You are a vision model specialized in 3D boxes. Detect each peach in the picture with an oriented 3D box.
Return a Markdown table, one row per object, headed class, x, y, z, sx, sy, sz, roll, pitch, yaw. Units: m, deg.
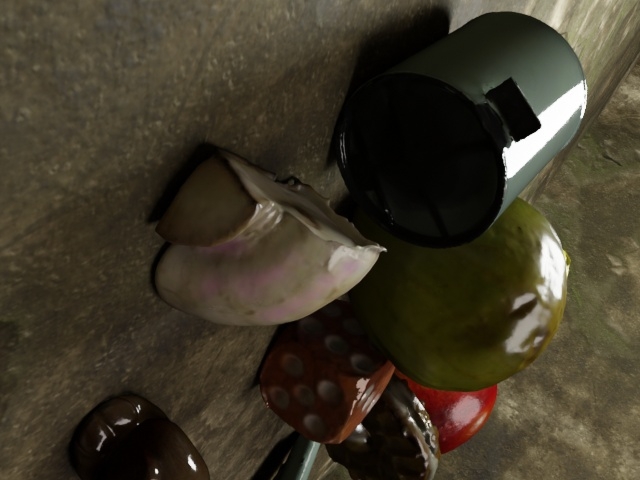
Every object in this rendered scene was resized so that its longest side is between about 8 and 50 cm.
| class | x | y | z | sx | sy | sz | roll | pitch | yaw |
| --- | --- | --- | --- | --- | --- | --- | --- | --- | --- |
| peach | 0.267 | 0.402 | 1.845 | 0.388 | 0.388 | 0.388 | -47 | 161 | -22 |

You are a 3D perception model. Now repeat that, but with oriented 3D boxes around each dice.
| class | x | y | z | sx | sy | sz | roll | pitch | yaw |
| --- | --- | --- | --- | --- | --- | --- | --- | --- | --- |
| dice | 0.016 | 0.214 | 1.163 | 0.174 | 0.175 | 0.179 | -29 | 146 | -52 |

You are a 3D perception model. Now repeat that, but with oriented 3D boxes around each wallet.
| class | x | y | z | sx | sy | sz | roll | pitch | yaw |
| --- | --- | --- | --- | --- | --- | --- | --- | --- | --- |
| wallet | -0.083 | 0.614 | 1.676 | 0.252 | 0.083 | 0.360 | 99 | 14 | -83 |

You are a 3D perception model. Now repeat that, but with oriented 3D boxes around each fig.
| class | x | y | z | sx | sy | sz | roll | pitch | yaw |
| --- | --- | --- | --- | --- | --- | --- | --- | --- | --- |
| fig | 0.190 | 0.053 | 1.054 | 0.343 | 0.343 | 0.343 | -47 | 161 | -22 |

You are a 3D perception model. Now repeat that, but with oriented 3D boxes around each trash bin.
| class | x | y | z | sx | sy | sz | roll | pitch | yaw |
| --- | --- | --- | --- | --- | --- | --- | --- | --- | --- |
| trash bin | 0.181 | -0.144 | 0.858 | 0.277 | 0.217 | 0.262 | -24 | -169 | 49 |

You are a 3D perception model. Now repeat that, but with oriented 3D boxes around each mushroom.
| class | x | y | z | sx | sy | sz | roll | pitch | yaw |
| --- | --- | --- | --- | --- | --- | --- | --- | --- | --- |
| mushroom | -0.051 | 0.032 | 0.679 | 0.173 | 0.162 | 0.236 | -59 | 160 | 7 |

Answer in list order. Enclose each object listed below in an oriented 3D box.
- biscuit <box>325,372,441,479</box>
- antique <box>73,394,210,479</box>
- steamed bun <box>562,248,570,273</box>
| class | x | y | z | sx | sy | sz | roll | pitch | yaw |
| --- | --- | --- | --- | --- | --- | --- | --- | --- | --- |
| biscuit | 0.094 | 0.370 | 1.405 | 0.103 | 0.332 | 0.332 | -34 | 154 | -36 |
| antique | -0.192 | 0.284 | 0.816 | 0.121 | 0.143 | 0.257 | -46 | 162 | -30 |
| steamed bun | 0.290 | 0.084 | 1.367 | 0.374 | 0.334 | 0.334 | -54 | 162 | -7 |
